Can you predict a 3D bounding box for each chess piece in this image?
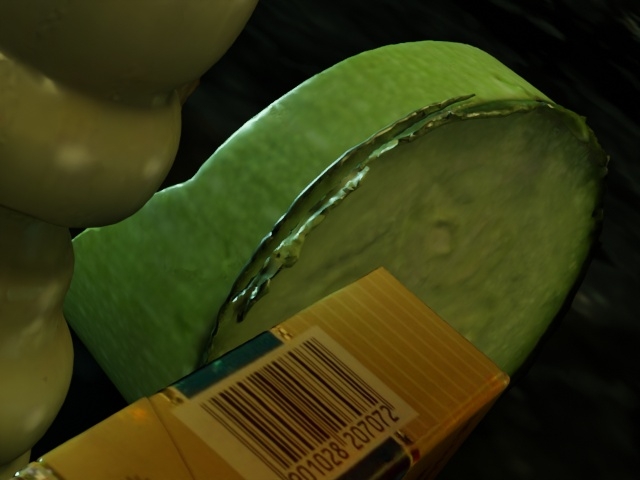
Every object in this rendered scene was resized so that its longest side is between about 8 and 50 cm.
[{"bbox_3d":[-0.106,-0.032,0.627,0.142,0.261,0.143,30,23,-14],"label":"chess piece"}]

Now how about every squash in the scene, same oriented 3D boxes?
[{"bbox_3d":[0.009,-0.001,0.765,0.220,0.220,0.133,4,42,-48],"label":"squash"}]

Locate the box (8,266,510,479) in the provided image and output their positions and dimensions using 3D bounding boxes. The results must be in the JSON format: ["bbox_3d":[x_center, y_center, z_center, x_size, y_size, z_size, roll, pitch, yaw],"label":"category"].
[{"bbox_3d":[-0.042,0.106,0.583,0.070,0.152,0.237,42,26,13],"label":"box"}]

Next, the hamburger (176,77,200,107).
[{"bbox_3d":[-0.110,-0.129,0.946,0.155,0.135,0.207,38,23,4],"label":"hamburger"}]
